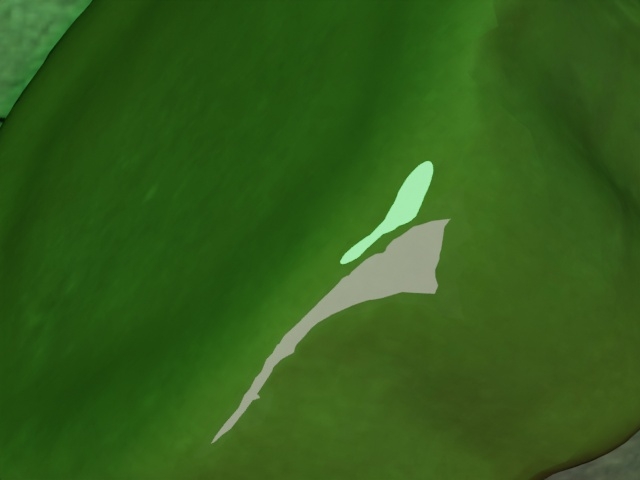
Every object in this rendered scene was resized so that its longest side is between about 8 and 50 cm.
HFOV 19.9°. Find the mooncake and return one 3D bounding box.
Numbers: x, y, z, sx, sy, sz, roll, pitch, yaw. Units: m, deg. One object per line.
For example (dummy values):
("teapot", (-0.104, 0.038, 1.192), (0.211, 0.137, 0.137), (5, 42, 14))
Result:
("mooncake", (0.000, 0.000, 0.829), (0.200, 0.378, 0.378), (36, 98, -31))
